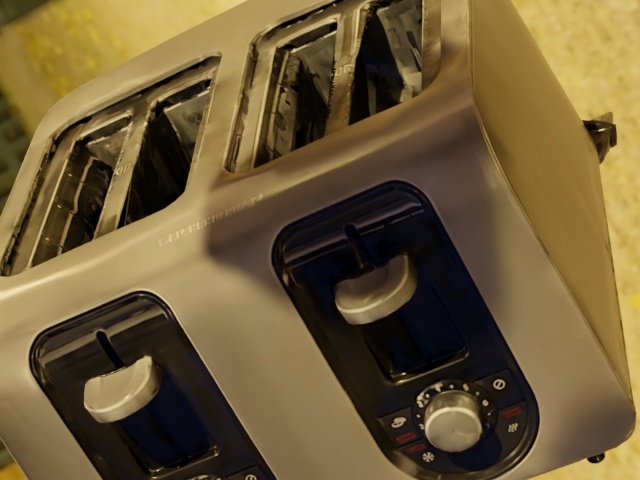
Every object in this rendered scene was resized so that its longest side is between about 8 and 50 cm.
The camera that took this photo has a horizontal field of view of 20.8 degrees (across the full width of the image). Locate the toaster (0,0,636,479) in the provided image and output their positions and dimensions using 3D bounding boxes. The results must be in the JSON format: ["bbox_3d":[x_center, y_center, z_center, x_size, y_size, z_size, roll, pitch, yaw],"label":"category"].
[{"bbox_3d":[0.000,0.000,0.531,0.110,0.168,0.185,59,-160,-27],"label":"toaster"}]
